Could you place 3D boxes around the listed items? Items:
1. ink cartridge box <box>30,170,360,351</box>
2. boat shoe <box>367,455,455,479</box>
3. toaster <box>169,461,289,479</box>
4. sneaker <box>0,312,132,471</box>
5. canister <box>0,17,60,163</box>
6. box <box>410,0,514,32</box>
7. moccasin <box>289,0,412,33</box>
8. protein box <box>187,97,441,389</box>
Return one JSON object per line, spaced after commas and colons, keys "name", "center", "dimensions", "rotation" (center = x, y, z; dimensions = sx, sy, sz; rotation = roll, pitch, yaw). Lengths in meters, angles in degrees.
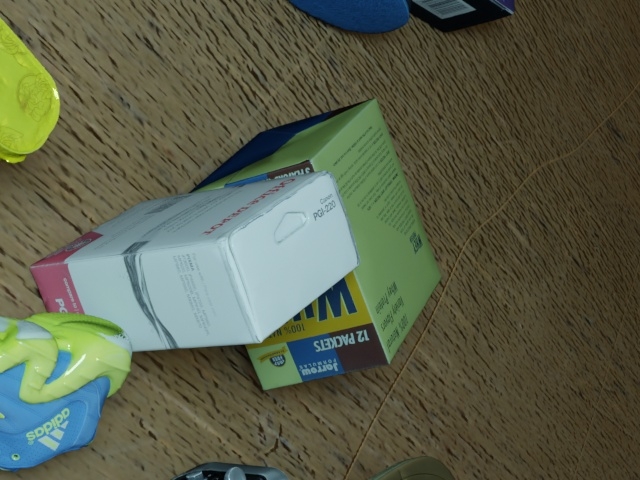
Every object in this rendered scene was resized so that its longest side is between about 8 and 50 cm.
{"name": "ink cartridge box", "center": [-0.101, 0.020, 1.068], "dimensions": [0.158, 0.218, 0.092], "rotation": [-36, 111, -49]}
{"name": "boat shoe", "center": [0.002, 0.291, 1.053], "dimensions": [0.341, 0.110, 0.122], "rotation": [-36, 99, -46]}
{"name": "toaster", "center": [-0.098, 0.296, 1.102], "dimensions": [0.168, 0.110, 0.186], "rotation": [-18, 97, -52]}
{"name": "sneaker", "center": [-0.254, 0.113, 0.956], "dimensions": [0.240, 0.091, 0.126], "rotation": [9, 97, -33]}
{"name": "canister", "center": [-0.283, -0.102, 0.898], "dimensions": [0.126, 0.170, 0.073], "rotation": [51, 46, -33]}
{"name": "box", "center": [0.153, -0.380, 1.574], "dimensions": [0.153, 0.108, 0.207], "rotation": [17, 70, -49]}
{"name": "moccasin", "center": [-0.013, -0.336, 1.328], "dimensions": [0.342, 0.137, 0.117], "rotation": [34, 52, -45]}
{"name": "protein box", "center": [0.000, 0.000, 1.241], "dimensions": [0.201, 0.136, 0.200], "rotation": [68, 26, -15]}
